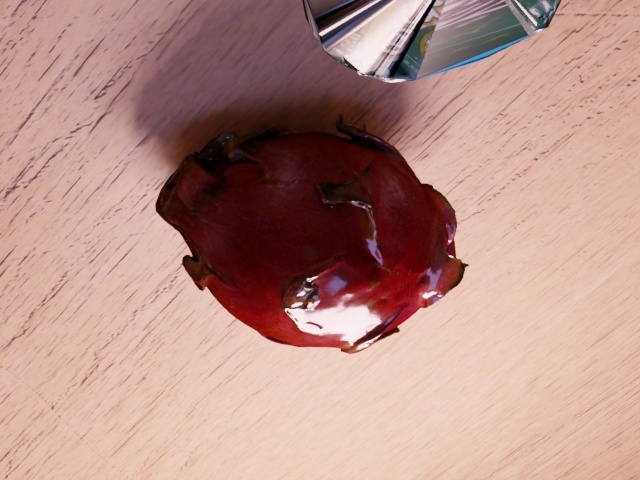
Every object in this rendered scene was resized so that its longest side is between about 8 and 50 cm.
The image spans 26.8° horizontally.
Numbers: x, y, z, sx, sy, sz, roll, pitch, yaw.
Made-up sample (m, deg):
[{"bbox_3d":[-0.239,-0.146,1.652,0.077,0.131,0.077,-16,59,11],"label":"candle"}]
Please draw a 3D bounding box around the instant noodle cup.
[{"bbox_3d":[0.073,-0.270,1.078,0.240,0.178,0.240,-12,145,-9],"label":"instant noodle cup"}]

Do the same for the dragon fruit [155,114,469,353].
[{"bbox_3d":[-0.003,-0.002,1.377,0.250,0.250,0.315,-34,125,21],"label":"dragon fruit"}]
